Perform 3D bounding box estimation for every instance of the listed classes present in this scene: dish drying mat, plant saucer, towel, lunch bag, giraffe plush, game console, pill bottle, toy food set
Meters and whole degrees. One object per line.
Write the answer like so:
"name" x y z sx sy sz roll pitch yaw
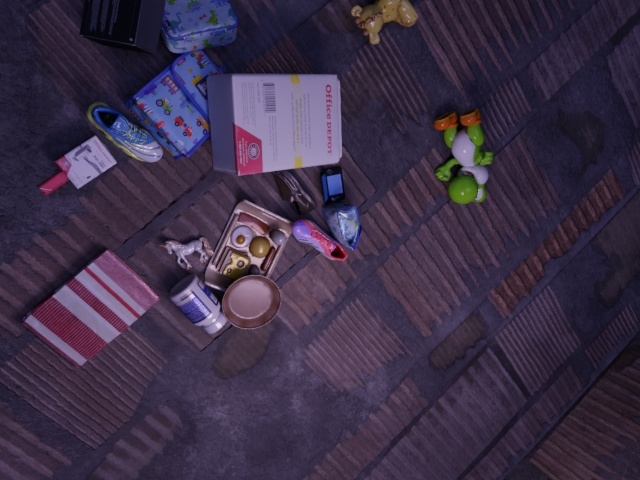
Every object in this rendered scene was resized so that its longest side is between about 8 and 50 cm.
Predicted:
"dish drying mat" -0.770 -0.167 1.527 0.083 0.008 0.032 -39 113 -10
"plant saucer" -0.230 0.199 1.753 0.199 0.036 0.198 -7 112 -16
"towel" -0.701 0.209 1.630 0.329 0.037 0.237 -41 116 -7
"lunch bag" 0.080 -0.051 1.841 0.096 0.129 0.151 -15 107 -18
"giraffe plush" 0.200 -0.740 1.721 0.170 0.210 0.181 -37 83 15
"game console" 0.042 -0.186 1.825 0.107 0.071 0.122 -13 107 -19
"pill bottle" -0.392 0.211 1.714 0.112 0.112 0.186 -40 113 -10
"lunch bag" -0.390 -0.421 1.578 0.293 0.138 0.221 -49 116 -19
"lunch bag" -0.360 -0.642 1.515 0.219 0.090 0.176 -19 77 -18
"toy food set" -0.226 0.043 1.755 0.220 0.092 0.306 25 91 -26

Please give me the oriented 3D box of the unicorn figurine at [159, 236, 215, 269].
"unicorn figurine" -0.431 0.036 1.693 0.162 0.060 0.111 -26 105 -31

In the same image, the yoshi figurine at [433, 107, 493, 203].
"yoshi figurine" 0.529 -0.286 1.952 0.203 0.203 0.362 -20 112 -1

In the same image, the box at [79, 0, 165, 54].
"box" -0.520 -0.654 1.418 0.184 0.103 0.261 16 98 18

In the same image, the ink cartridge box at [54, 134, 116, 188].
"ink cartridge box" -0.675 -0.229 1.525 0.135 0.056 0.099 -38 113 -10

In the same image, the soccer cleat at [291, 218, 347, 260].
"soccer cleat" 0.000 0.000 1.802 0.248 0.095 0.083 37 79 -46

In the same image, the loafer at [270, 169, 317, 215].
"loafer" -0.100 -0.165 1.765 0.078 0.080 0.220 -47 115 -7

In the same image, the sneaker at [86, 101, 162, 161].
"sneaker" -0.560 -0.303 1.516 0.240 0.126 0.091 34 88 -25

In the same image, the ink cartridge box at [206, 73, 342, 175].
"ink cartridge box" -0.132 -0.361 1.612 0.385 0.160 0.279 -12 108 -37
